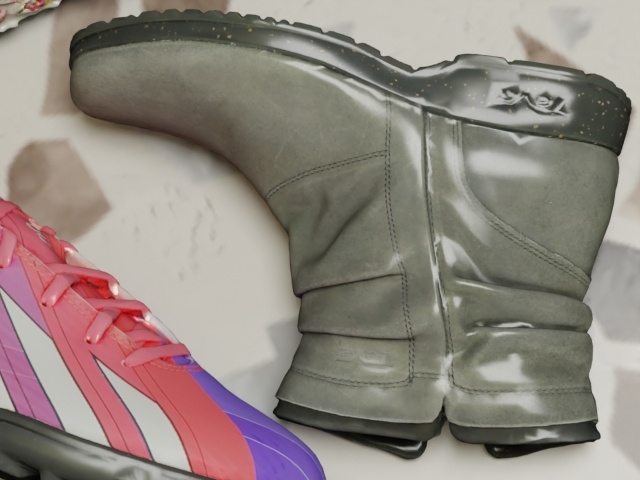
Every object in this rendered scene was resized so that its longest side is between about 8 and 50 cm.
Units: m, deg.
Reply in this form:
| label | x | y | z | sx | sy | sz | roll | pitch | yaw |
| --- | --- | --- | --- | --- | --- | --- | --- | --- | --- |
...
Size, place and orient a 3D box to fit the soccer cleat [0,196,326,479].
| label | x | y | z | sx | sy | sz | roll | pitch | yaw |
| --- | --- | --- | --- | --- | --- | --- | --- | --- | --- |
| soccer cleat | -0.133 | 0.029 | 0.577 | 0.318 | 0.108 | 0.116 | 20 | 75 | 13 |

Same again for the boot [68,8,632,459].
| label | x | y | z | sx | sy | sz | roll | pitch | yaw |
| --- | --- | --- | --- | --- | --- | --- | --- | --- | --- |
| boot | 0.000 | 0.000 | 0.582 | 0.247 | 0.083 | 0.161 | 10 | 83 | 10 |

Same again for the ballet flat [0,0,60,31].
| label | x | y | z | sx | sy | sz | roll | pitch | yaw |
| --- | --- | --- | --- | --- | --- | --- | --- | --- | --- |
| ballet flat | -0.116 | -0.150 | 0.630 | 0.241 | 0.077 | 0.091 | -21 | 76 | 2 |
